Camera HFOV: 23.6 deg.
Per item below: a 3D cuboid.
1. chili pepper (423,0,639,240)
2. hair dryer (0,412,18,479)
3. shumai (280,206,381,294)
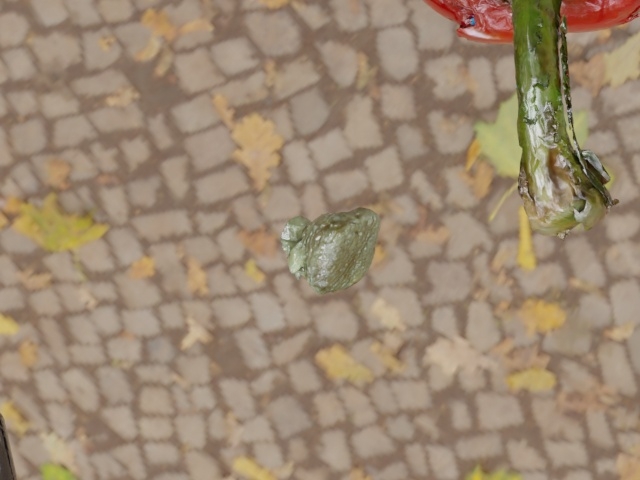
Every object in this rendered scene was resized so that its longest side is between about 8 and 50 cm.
[{"bbox_3d":[0.072,-0.173,0.530,0.110,0.387,0.110,2,140,2],"label":"chili pepper"},{"bbox_3d":[-0.162,0.171,0.786,0.071,0.248,0.114,-19,132,-11],"label":"hair dryer"},{"bbox_3d":[0.000,0.000,1.287,0.080,0.082,0.083,27,83,30],"label":"shumai"}]
